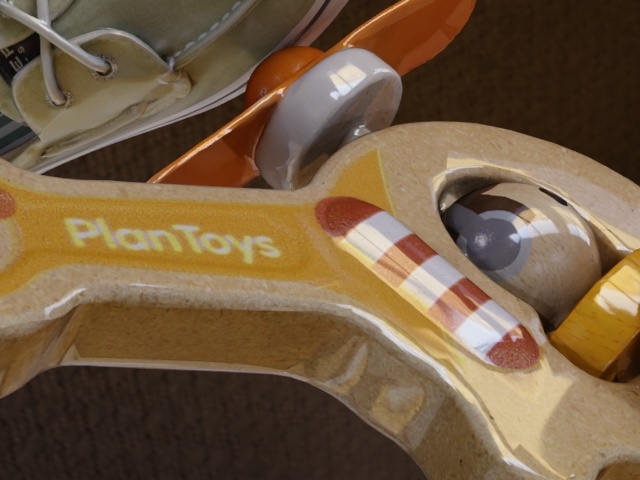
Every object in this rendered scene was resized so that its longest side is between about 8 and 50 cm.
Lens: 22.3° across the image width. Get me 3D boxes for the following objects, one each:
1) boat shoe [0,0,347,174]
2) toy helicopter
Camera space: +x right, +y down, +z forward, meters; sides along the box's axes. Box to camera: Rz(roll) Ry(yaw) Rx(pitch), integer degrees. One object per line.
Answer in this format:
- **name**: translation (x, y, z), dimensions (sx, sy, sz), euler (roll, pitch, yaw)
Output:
- **boat shoe**: translation (-0.097, -0.074, 0.624), dimensions (0.302, 0.109, 0.094), euler (-31, -171, 31)
- **toy helicopter**: translation (0.000, 0.000, 0.522), dimensions (0.355, 0.235, 0.140), euler (4, 132, -35)
